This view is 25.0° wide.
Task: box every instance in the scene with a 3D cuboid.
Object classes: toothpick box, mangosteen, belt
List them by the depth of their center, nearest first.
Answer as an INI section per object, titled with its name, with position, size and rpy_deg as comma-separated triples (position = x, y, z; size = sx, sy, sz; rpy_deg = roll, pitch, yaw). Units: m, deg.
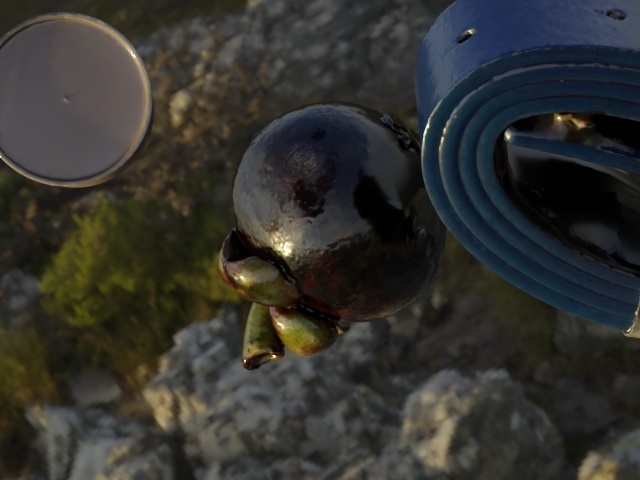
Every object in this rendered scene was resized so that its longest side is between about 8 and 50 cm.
[toothpick box]
position = -0.149, -0.081, 0.866
size = 0.098, 0.098, 0.149
rpy_deg = -34, 6, -4
[belt]
position = 0.227, -0.049, 0.986
size = 0.117, 0.347, 0.212
rpy_deg = -91, 23, -55
[mangosteen]
position = 0.000, 0.000, 1.157
size = 0.230, 0.194, 0.194
rpy_deg = -52, 31, 7
